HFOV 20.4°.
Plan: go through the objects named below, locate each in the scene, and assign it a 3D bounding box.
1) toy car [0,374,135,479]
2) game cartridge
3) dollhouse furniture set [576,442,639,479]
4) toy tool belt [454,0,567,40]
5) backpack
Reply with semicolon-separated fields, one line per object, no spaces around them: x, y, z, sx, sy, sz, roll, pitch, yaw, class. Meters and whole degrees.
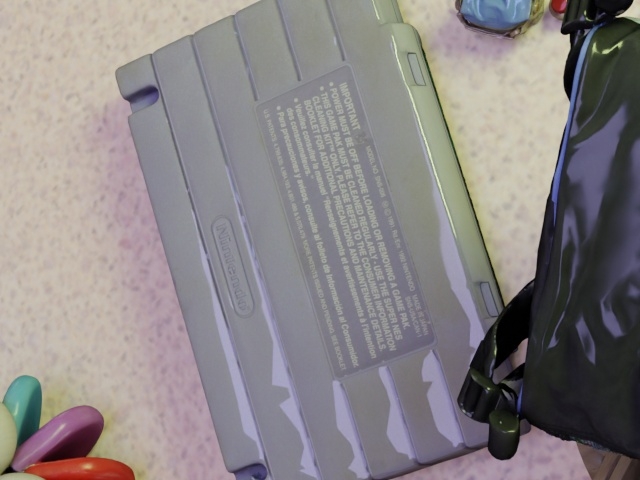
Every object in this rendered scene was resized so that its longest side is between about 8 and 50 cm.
-0.213;0.179;1.328;0.136;0.159;0.182;-31;70;-15;toy car
0.000;0.000;1.268;0.230;0.068;0.355;-21;78;20;game cartridge
0.221;0.225;1.126;0.129;0.129;0.184;-4;124;38;dollhouse furniture set
0.130;-0.164;1.215;0.083;0.051;0.052;7;90;26;toy tool belt
0.232;-0.002;1.038;0.213;0.263;0.277;19;102;20;backpack
